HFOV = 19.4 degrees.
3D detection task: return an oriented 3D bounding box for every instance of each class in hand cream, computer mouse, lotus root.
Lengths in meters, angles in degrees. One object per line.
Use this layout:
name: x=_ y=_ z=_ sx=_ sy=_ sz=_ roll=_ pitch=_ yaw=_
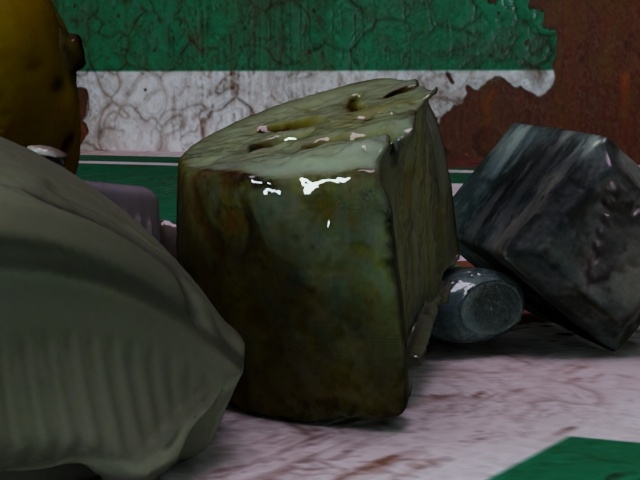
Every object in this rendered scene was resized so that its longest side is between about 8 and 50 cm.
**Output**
hand cream: x=0.040 y=0.034 z=1.058 sx=0.095 sy=0.046 sz=0.175 roll=-8 pitch=4 yaw=-36
computer mouse: x=-0.214 y=0.025 z=0.685 sx=0.429 sy=0.145 sz=0.228 roll=-6 pitch=10 yaw=-39
lotus root: x=0.000 y=0.000 z=0.900 sx=0.138 sy=0.119 sz=0.235 roll=-12 pitch=14 yaw=8

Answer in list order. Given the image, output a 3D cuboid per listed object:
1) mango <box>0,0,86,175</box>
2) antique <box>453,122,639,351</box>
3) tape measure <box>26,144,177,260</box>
mango: x=-0.356 y=-0.080 z=1.112 sx=0.445 sy=0.220 sz=0.301 roll=-2 pitch=-33 yaw=-26
antique: x=0.139 y=-0.005 z=1.059 sx=0.088 sy=0.086 sz=0.183 roll=40 pitch=-2 yaw=-11
tape measure: x=-0.195 y=0.005 z=0.965 sx=0.197 sy=0.120 sz=0.236 roll=5 pitch=1 yaw=11
